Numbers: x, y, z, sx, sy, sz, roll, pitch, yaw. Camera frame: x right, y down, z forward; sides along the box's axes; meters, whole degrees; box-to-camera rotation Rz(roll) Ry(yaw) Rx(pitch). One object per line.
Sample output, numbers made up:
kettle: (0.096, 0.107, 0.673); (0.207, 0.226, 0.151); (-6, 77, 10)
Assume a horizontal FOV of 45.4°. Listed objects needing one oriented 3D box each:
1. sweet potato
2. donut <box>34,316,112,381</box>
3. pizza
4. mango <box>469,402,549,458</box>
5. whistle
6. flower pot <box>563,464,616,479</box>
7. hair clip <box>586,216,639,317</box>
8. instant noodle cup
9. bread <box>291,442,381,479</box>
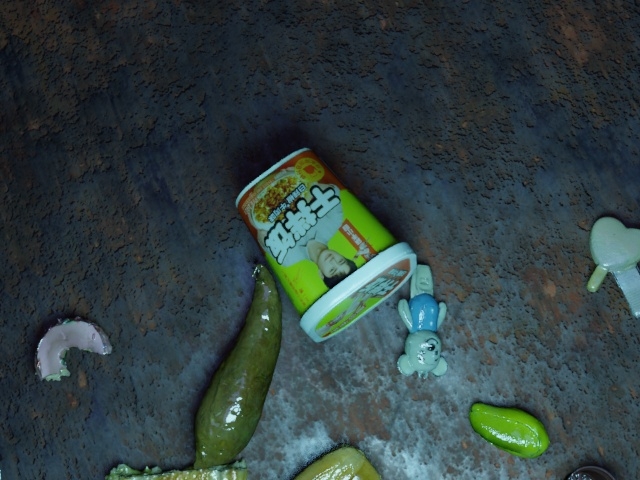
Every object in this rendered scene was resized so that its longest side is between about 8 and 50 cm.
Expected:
sweet potato: (-0.153, 0.262, 1.549); (0.130, 0.130, 0.423); (19, 79, 5)
donut: (-0.524, 0.217, 1.600); (0.166, 0.065, 0.117); (-23, 81, -4)
pizza: (-0.296, 0.522, 1.536); (0.287, 0.075, 0.280); (28, 78, 9)
mango: (0.378, 0.378, 1.538); (0.165, 0.074, 0.091); (25, 87, 19)
whistle: (0.213, 0.166, 1.581); (0.113, 0.077, 0.236); (6, 76, -16)
flower pot: (0.521, 0.492, 1.501); (0.111, 0.089, 0.111); (0, 80, 1)
hair clip: (0.621, 0.056, 1.594); (0.159, 0.071, 0.219); (-21, 75, 0)
instant noodle cup: (0.000, 0.000, 1.536); (0.293, 0.294, 0.308); (-36, 73, -5)
bread: (0.006, 0.510, 1.508); (0.236, 0.106, 0.140); (-40, 83, -4)
